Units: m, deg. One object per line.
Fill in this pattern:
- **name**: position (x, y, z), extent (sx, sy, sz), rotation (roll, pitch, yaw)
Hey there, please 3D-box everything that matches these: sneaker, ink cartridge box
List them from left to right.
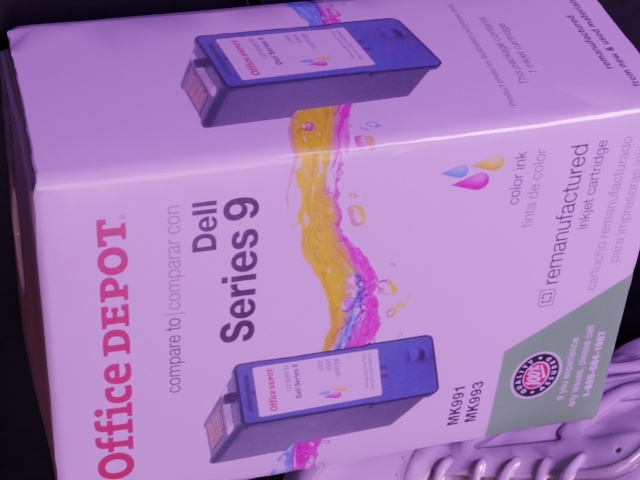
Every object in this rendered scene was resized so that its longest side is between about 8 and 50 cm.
- **ink cartridge box**: position (0.000, 0.000, 0.511), extent (0.212, 0.093, 0.154), rotation (-6, 131, -13)
- **sneaker**: position (0.096, 0.095, 0.588), extent (0.232, 0.115, 0.090), rotation (-13, 107, 4)
